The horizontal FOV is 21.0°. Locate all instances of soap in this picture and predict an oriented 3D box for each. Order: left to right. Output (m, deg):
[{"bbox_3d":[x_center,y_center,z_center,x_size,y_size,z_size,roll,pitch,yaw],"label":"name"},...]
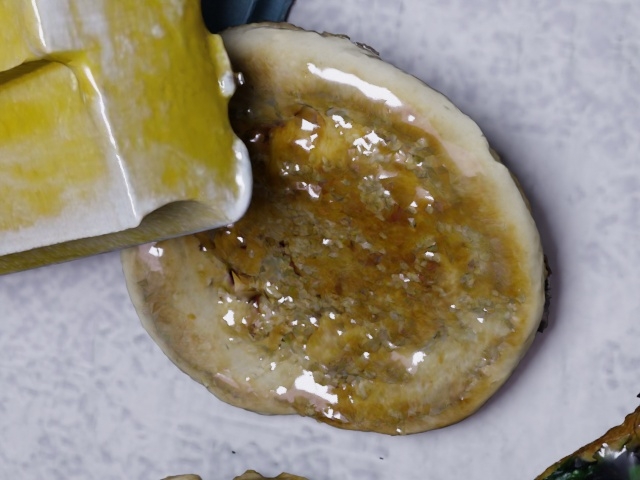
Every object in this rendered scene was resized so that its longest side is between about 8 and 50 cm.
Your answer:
[{"bbox_3d":[-0.182,-0.108,1.001,0.281,0.143,0.259,-13,94,47],"label":"soap"}]

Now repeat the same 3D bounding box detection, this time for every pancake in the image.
[{"bbox_3d":[0.000,0.000,1.032,0.283,0.049,0.282,8,118,16],"label":"pancake"}]

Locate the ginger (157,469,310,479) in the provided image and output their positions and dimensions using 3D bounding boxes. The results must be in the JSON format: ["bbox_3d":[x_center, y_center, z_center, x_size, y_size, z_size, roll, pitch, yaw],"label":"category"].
[{"bbox_3d":[-0.019,0.213,1.044,0.216,0.157,0.102,16,137,2],"label":"ginger"}]

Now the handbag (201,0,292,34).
[{"bbox_3d":[-0.081,-0.243,1.033,0.179,0.062,0.229,27,112,14],"label":"handbag"}]

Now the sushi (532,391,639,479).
[{"bbox_3d":[0.159,0.206,0.989,0.149,0.140,0.287,15,100,8],"label":"sushi"}]
